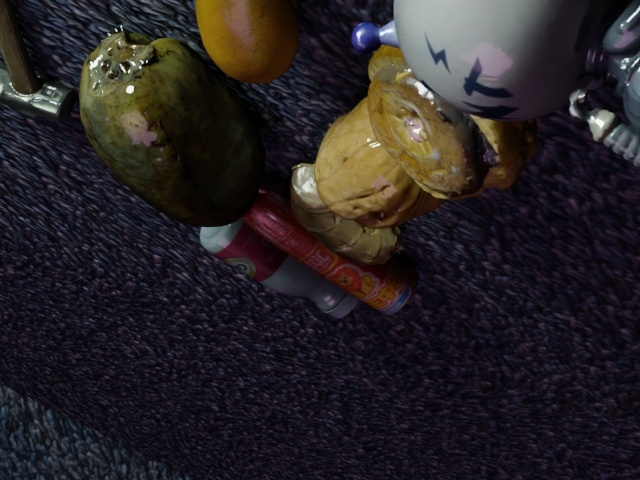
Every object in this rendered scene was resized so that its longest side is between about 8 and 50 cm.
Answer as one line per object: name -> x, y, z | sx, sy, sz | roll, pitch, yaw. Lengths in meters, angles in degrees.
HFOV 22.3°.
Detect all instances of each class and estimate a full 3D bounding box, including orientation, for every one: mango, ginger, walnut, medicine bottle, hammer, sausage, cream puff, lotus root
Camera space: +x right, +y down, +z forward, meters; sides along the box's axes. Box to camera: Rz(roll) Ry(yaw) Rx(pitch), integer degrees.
mango -> -0.072, -0.221, 1.570 | 0.102, 0.084, 0.184 | 16, 152, 14
ginger -> 0.023, -0.030, 1.941 | 0.095, 0.068, 0.190 | -28, 129, 35
walnut -> 0.070, -0.081, 1.690 | 0.144, 0.144, 0.180 | 32, 149, -23
medicine bottle -> -0.046, 0.022, 2.093 | 0.217, 0.090, 0.090 | 32, 156, -25
hammer -> -0.362, -0.251, 1.842 | 0.111, 0.043, 0.365 | 19, 156, 11
sausage -> 0.000, 0.000, 2.027 | 0.274, 0.074, 0.074 | 33, 156, -24
cream puff -> 0.131, -0.131, 1.521 | 0.189, 0.129, 0.189 | 38, 153, 23
lotus root -> -0.166, -0.116, 1.801 | 0.152, 0.160, 0.275 | -4, 148, 30

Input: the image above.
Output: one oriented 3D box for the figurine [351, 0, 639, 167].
figurine -> 0.219, -0.169, 1.289 | 0.382, 0.186, 0.261 | 19, 153, 20
